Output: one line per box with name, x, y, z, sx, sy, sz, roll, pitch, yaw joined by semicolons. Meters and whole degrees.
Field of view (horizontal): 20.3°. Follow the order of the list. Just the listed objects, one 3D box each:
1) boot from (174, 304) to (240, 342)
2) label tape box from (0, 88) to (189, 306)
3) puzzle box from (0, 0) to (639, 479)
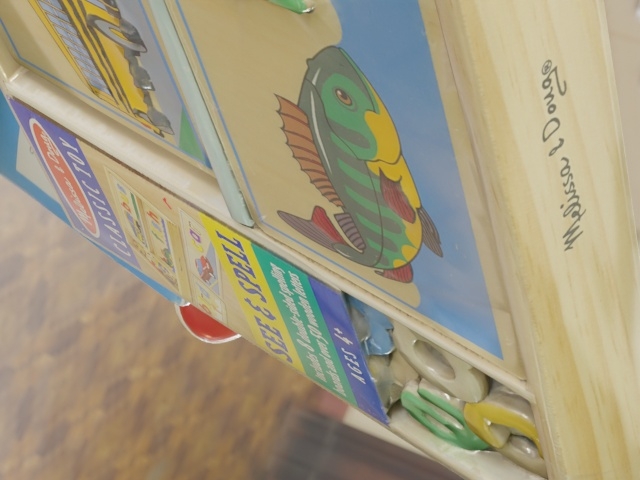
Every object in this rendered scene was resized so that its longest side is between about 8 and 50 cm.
boot;0.000;0.000;1.238;0.244;0.088;0.176;-41;-160;6
label tape box;-0.046;-0.127;1.046;0.348;0.249;0.115;-31;146;-43
puzzle box;-0.037;-0.088;0.531;0.052;0.272;0.409;-45;144;-20
